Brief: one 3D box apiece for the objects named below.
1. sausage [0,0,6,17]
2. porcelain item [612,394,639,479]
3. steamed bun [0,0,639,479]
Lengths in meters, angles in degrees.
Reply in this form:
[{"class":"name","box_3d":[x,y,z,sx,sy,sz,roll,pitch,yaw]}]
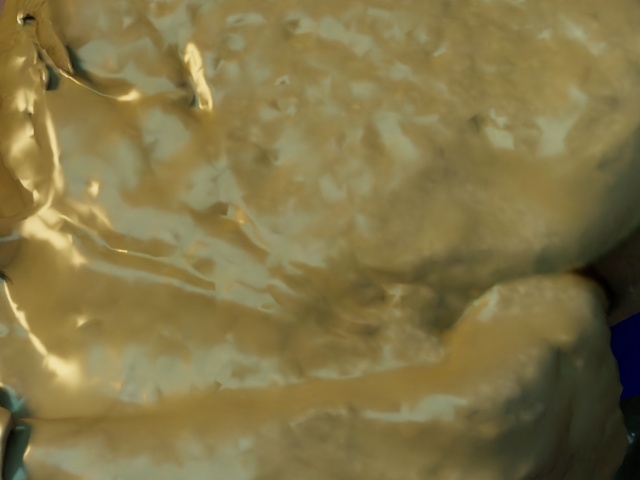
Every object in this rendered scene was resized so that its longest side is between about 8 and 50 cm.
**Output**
[{"class":"sausage","box_3d":[-0.147,-0.137,0.744,0.153,0.141,0.268,33,71,3]},{"class":"porcelain item","box_3d":[0.178,0.115,0.653,0.215,0.069,0.081,35,76,24]},{"class":"steamed bun","box_3d":[-0.006,0.001,0.623,0.324,0.230,0.372,25,69,6]}]
